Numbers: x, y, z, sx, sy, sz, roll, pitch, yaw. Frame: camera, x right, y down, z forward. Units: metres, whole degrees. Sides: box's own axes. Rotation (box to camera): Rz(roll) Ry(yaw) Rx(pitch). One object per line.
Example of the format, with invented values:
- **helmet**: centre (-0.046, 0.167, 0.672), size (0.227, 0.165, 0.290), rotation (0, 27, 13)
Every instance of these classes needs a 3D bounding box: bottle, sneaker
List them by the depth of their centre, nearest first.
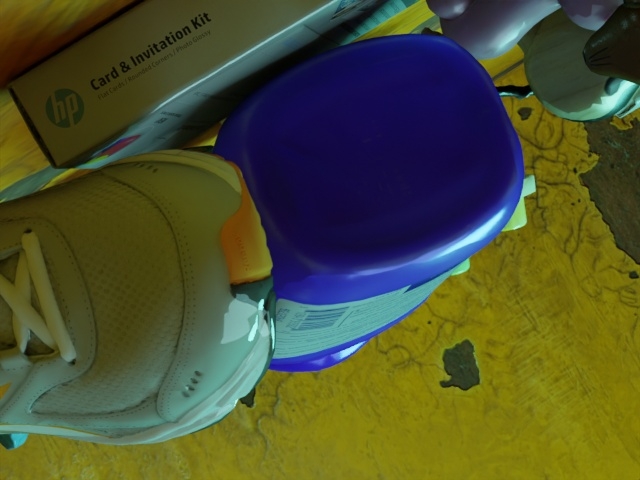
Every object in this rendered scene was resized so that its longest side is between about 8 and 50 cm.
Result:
- **sneaker**: centre (-0.130, 0.034, 0.596), size (0.262, 0.099, 0.121), rotation (-15, 176, 41)
- **bottle**: centre (0.000, 0.000, 0.760), size (0.118, 0.092, 0.283), rotation (-21, 171, -13)

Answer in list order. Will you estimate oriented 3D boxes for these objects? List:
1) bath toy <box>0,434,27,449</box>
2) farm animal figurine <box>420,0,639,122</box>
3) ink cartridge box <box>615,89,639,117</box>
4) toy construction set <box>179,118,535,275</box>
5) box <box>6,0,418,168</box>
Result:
- **bath toy**: centre (-0.096, 0.020, 1.264), size (0.348, 0.129, 0.151), rotation (-29, -147, -17)
- **farm animal figurine**: centre (0.218, -0.138, 0.805), size (0.327, 0.172, 0.330), rotation (-33, -179, 1)
- **ink cartridge box**: centre (0.254, -0.184, 1.223), size (0.175, 0.127, 0.072), rotation (-31, 178, -3)
- **toy construction set**: centre (-0.006, -0.021, 1.036), size (0.215, 0.151, 0.328), rotation (-5, 179, 17)
- **box**: centre (-0.011, -0.087, 0.651), size (0.186, 0.038, 0.145), rotation (-31, 179, 7)
